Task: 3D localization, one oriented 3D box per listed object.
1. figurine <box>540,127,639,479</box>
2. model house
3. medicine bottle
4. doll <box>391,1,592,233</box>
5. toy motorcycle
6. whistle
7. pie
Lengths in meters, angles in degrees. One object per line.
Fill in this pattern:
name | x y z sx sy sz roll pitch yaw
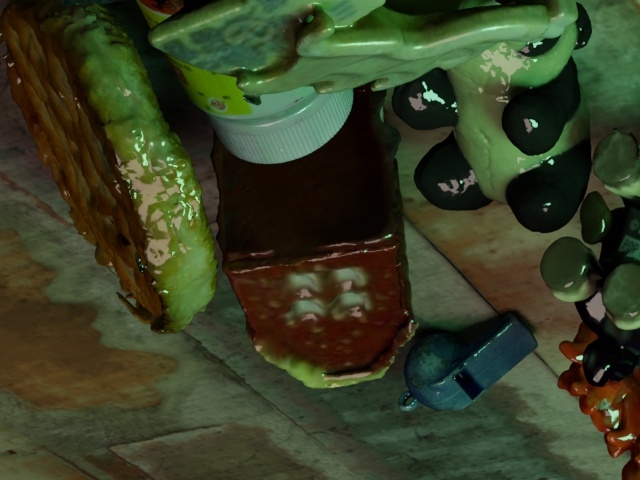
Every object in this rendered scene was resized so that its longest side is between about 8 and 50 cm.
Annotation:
figurine | 0.329 0.047 1.332 0.241 0.306 0.411 8 139 34
model house | 0.000 0.000 1.395 0.160 0.196 0.254 -8 144 2
medicine bottle | -0.060 -0.176 1.225 0.139 0.139 0.225 -3 143 19
doll | 0.149 -0.110 1.269 0.144 0.135 0.234 17 149 31
toy motorcycle | 0.008 -0.192 1.010 0.237 0.168 0.410 -22 162 35
whistle | 0.144 0.127 1.665 0.158 0.090 0.090 -41 131 1
pie | -0.170 -0.075 1.304 0.092 0.315 0.315 -26 148 -16
